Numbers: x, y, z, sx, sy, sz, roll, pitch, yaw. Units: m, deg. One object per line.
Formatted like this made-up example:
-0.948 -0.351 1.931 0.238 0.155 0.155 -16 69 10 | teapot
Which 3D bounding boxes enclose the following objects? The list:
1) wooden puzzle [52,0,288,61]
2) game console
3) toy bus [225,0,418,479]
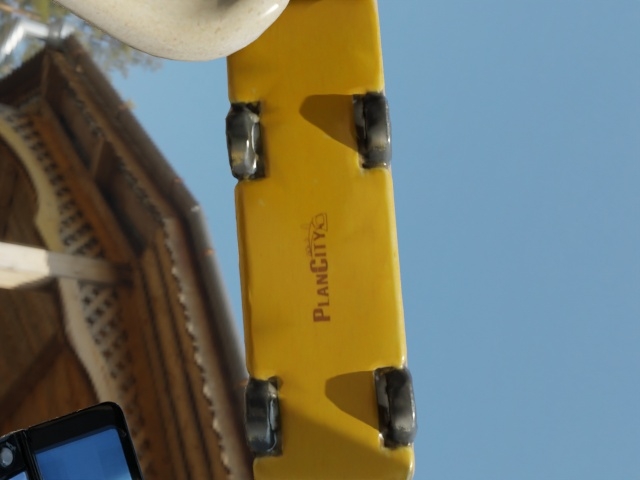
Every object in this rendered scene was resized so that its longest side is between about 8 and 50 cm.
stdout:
-0.129 -0.258 0.310 0.080 0.347 0.322 -35 -143 45 | wooden puzzle
-0.169 0.181 0.679 0.071 0.107 0.122 -17 -89 20 | game console
0.000 0.000 0.713 0.130 0.108 0.333 58 27 -84 | toy bus
